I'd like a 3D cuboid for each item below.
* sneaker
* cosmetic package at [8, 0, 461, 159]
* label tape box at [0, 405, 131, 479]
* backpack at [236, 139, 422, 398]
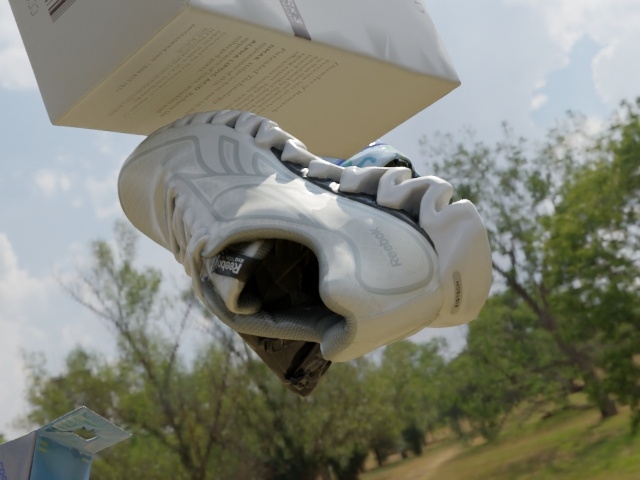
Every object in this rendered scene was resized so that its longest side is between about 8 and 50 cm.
[{"bbox_3d":[-0.044,-0.006,0.592,0.292,0.110,0.118,17,35,42],"label":"sneaker"},{"bbox_3d":[-0.064,-0.202,0.813,0.156,0.217,0.385,-32,-15,32],"label":"cosmetic package"},{"bbox_3d":[-0.436,0.364,1.364,0.333,0.106,0.241,-22,-21,-3],"label":"label tape box"},{"bbox_3d":[0.000,0.000,1.417,0.355,0.273,0.290,-42,-41,-6],"label":"backpack"}]
